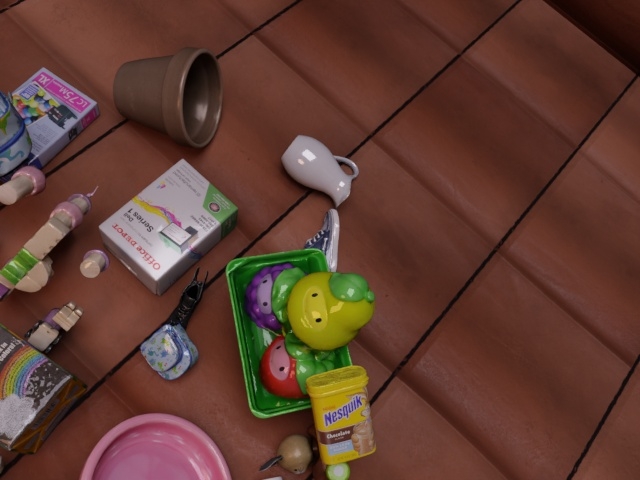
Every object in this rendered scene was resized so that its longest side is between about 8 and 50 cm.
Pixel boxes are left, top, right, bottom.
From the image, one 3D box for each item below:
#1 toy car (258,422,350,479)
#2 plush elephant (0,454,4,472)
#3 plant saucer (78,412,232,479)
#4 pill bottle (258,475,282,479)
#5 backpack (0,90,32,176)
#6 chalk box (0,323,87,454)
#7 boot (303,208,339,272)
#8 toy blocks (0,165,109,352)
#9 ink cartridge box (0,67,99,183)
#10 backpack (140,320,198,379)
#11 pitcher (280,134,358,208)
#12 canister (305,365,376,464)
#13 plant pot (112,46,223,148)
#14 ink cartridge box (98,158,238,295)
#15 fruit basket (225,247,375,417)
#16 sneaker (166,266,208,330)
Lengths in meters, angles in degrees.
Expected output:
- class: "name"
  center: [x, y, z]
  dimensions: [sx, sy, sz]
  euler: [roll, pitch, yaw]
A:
- class: "toy car"
  center: [-0.042, 0.490, 1.288]
  dimensions: [0.188, 0.155, 0.149]
  euler: [-12, 70, -7]
- class: "plush elephant"
  center: [-0.685, 0.520, 1.058]
  dimensions: [0.329, 0.272, 0.256]
  euler: [22, 89, 23]
- class: "plant saucer"
  center: [-0.334, 0.524, 1.174]
  dimensions: [0.332, 0.084, 0.332]
  euler: [29, 39, -27]
- class: "pill bottle"
  center: [-0.107, 0.585, 1.271]
  dimensions: [0.067, 0.067, 0.120]
  euler: [-6, 68, -15]
- class: "backpack"
  center: [-0.788, -0.243, 1.252]
  dimensions: [0.290, 0.274, 0.355]
  euler: [-30, 59, -28]
- class: "chalk box"
  center: [-0.674, 0.287, 1.213]
  dimensions: [0.288, 0.179, 0.180]
  euler: [34, 65, 4]
- class: "boot"
  center: [0.000, 0.000, 1.546]
  dimensions: [0.086, 0.069, 0.190]
  euler: [7, 67, -13]
- class: "toy blocks"
  center: [-0.624, 0.020, 1.326]
  dimensions: [0.288, 0.260, 0.309]
  euler: [-42, 107, 12]
- class: "ink cartridge box"
  center: [-0.755, -0.296, 1.511]
  dimensions: [0.185, 0.065, 0.311]
  euler: [33, 66, 4]
- class: "backpack"
  center: [-0.348, 0.260, 1.338]
  dimensions: [0.105, 0.084, 0.114]
  euler: [-39, 89, 9]
- class: "pitcher"
  center: [0.005, -0.210, 1.623]
  dimensions: [0.207, 0.125, 0.178]
  euler: [37, 43, -7]
- class: "canister"
  center: [0.045, 0.357, 1.187]
  dimensions: [0.126, 0.073, 0.170]
  euler: [-11, 98, -15]
- class: "plant pot"
  center: [-0.412, -0.389, 1.546]
  dimensions: [0.229, 0.263, 0.263]
  euler: [11, 64, 12]
- class: "ink cartridge box"
  center: [-0.375, -0.034, 1.450]
  dimensions: [0.201, 0.117, 0.278]
  euler: [41, 65, 7]
- class: "fruit basket"
  center: [-0.046, 0.185, 1.295]
  dimensions: [0.282, 0.392, 0.393]
  euler: [-8, 69, -16]
- class: "sneaker"
  center: [-0.322, 0.152, 1.398]
  dimensions: [0.051, 0.089, 0.170]
  euler: [27, 64, 0]
